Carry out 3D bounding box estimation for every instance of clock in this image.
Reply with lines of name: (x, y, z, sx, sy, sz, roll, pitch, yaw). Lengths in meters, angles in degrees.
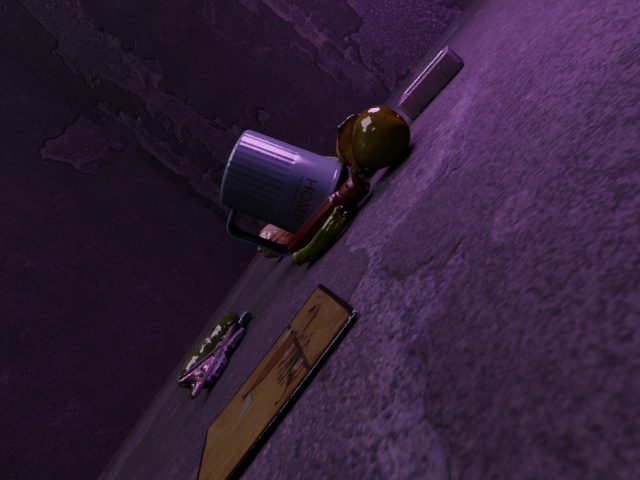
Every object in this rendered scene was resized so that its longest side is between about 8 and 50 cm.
clock: (0.318, -0.460, 1.176, 0.197, 0.063, 0.150, -46, 10, 33)

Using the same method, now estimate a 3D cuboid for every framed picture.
framed picture: (-0.078, 0.218, 0.618, 0.339, 0.014, 0.255, -52, 9, -4)

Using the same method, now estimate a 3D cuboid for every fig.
fig: (0.127, -0.234, 0.979, 0.186, 0.142, 0.147, -33, -10, 28)

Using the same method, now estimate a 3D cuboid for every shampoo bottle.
shampoo bottle: (0.020, -0.056, 1.026, 0.102, 0.064, 0.260, -10, -29, -50)

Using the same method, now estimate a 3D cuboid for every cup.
cup: (-0.130, -0.150, 1.263, 0.331, 0.310, 0.257, 116, 174, -49)

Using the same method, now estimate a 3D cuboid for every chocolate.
chocolate: (0.117, -0.318, 1.328, 0.162, 0.162, 0.445, -50, 7, 8)

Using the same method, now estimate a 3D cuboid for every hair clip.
hair clip: (-0.292, 0.318, 1.124, 0.106, 0.084, 0.292, -40, 9, 33)

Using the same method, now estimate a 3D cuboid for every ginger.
ginger: (-0.368, 0.356, 1.334, 0.290, 0.089, 0.137, -56, 1, -19)

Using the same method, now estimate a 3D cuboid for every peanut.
peanut: (-0.145, -0.058, 1.716, 0.313, 0.149, 0.149, -52, 9, -4)

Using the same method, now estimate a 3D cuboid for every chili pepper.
chili pepper: (0.000, 0.000, 0.981, 0.202, 0.051, 0.050, -46, 10, 35)

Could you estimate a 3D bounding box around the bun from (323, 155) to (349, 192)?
bun: (0.015, -0.206, 1.454, 0.221, 0.108, 0.221, -36, -21, -16)

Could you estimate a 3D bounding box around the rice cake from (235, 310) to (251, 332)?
rice cake: (-0.273, 0.299, 1.250, 0.180, 0.030, 0.042, -56, 16, -19)
